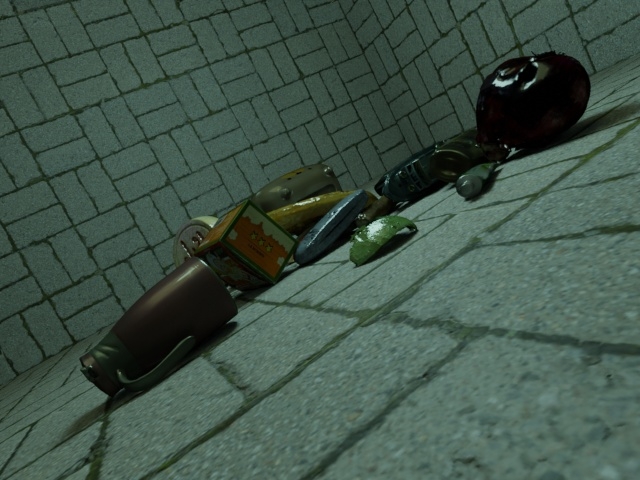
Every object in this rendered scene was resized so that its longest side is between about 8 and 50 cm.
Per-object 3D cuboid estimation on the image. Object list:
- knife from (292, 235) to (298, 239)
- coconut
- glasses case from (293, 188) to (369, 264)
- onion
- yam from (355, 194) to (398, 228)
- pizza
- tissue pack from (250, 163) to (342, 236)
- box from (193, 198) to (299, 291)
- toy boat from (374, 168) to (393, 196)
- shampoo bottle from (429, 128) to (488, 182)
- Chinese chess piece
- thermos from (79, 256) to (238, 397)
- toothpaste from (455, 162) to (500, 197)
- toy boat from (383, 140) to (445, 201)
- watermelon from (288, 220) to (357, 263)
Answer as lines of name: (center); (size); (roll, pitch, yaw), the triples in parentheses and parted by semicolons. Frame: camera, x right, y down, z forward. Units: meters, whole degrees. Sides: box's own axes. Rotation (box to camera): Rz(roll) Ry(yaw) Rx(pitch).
knife: (-0.053, -0.014, 1.582); (0.265, 0.041, 0.073); (-27, 18, 1)
coconut: (0.115, -0.015, 0.821); (0.133, 0.055, 0.158); (-27, 8, 17)
glasses case: (0.031, -0.039, 1.143); (0.282, 0.067, 0.109); (-48, 12, -26)
onion: (0.494, -0.321, 0.992); (0.281, 0.221, 0.281); (-51, 15, 20)
yam: (0.170, -0.090, 1.206); (0.056, 0.057, 0.241); (-22, 9, 40)
pizza: (-0.001, -0.087, 1.389); (0.408, 0.114, 0.277); (-11, -8, -28)
tissue pack: (-0.085, -0.154, 1.776); (0.386, 0.268, 0.276); (-30, 9, -33)
box: (-0.196, 0.024, 1.108); (0.194, 0.177, 0.148); (-19, 35, 53)
toy boat: (0.230, -0.170, 1.406); (0.103, 0.092, 0.246); (-61, 6, -6)
shampoo bottle: (0.409, -0.246, 1.192); (0.125, 0.084, 0.350); (20, 32, 26)
Chinese chess piece: (-0.410, 0.047, 1.551); (0.269, 0.270, 0.112); (-24, -9, 29)
thermos: (-0.290, 0.167, 0.779); (0.176, 0.146, 0.265); (17, 48, 44)
toothpaste: (0.332, -0.133, 0.911); (0.078, 0.047, 0.248); (-19, 8, 32)
toy boat: (0.281, -0.188, 1.215); (0.296, 0.114, 0.122); (-32, -1, -34)
watermelon: (-0.003, -0.004, 1.248); (0.244, 0.063, 0.119); (-26, 20, 11)
